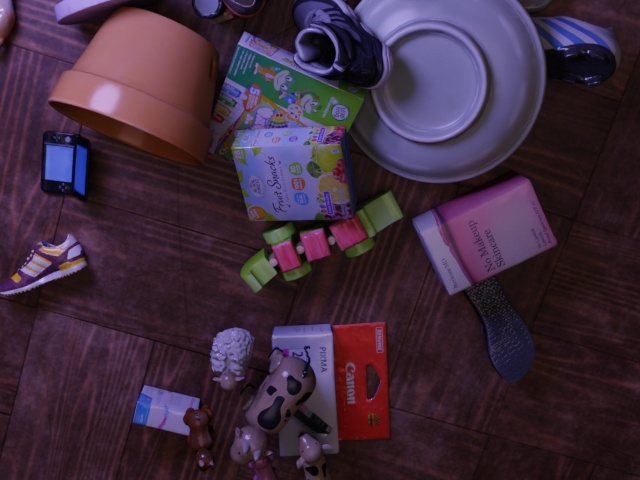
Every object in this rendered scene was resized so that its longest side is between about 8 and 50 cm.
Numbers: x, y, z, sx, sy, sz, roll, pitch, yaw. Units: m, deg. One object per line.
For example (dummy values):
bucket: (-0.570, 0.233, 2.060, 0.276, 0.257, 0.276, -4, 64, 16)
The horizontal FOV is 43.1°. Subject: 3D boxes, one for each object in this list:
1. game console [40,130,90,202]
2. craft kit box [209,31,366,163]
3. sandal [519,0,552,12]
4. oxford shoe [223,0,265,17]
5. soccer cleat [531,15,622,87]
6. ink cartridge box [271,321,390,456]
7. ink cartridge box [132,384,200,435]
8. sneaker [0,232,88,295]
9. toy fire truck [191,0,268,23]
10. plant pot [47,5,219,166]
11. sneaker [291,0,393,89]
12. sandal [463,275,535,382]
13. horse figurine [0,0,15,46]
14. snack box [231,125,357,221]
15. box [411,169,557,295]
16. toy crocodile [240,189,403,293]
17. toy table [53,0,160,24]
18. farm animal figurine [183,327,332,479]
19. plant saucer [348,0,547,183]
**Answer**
game console: (-0.493, -0.143, 1.567, 0.107, 0.071, 0.122, 7, 103, -4)
craft kit box: (-0.074, -0.227, 1.515, 0.246, 0.061, 0.250, 21, 130, -8)
sandal: (0.294, -0.480, 1.501, 0.302, 0.086, 0.120, -2, 103, -1)
oxford shoe: (-0.187, -0.494, 1.350, 0.097, 0.098, 0.271, -42, 102, 7)
soccer cleat: (0.396, -0.368, 1.531, 0.331, 0.143, 0.116, 13, 136, 15)
ink cartridge box: (0.025, 0.312, 1.698, 0.238, 0.060, 0.275, -3, 103, 0)
ink cartridge box: (-0.318, 0.352, 1.680, 0.122, 0.088, 0.052, 14, 102, -5)
sneaker: (-0.563, 0.048, 1.618, 0.185, 0.069, 0.084, -21, 94, -3)
toy fire truck: (-0.123, -0.531, 1.461, 0.246, 0.158, 0.217, -16, 103, 13)
plant pot: (-0.309, -0.280, 1.448, 0.290, 0.291, 0.204, 21, 86, -6)
sneaker: (0.002, -0.365, 1.429, 0.268, 0.153, 0.101, 48, 123, 31)
sandal: (0.370, 0.170, 1.683, 0.097, 0.054, 0.255, -22, 94, -4)
horse figurine: (-0.624, -0.447, 1.495, 0.174, 0.066, 0.263, 9, 101, 2)
snack box: (-0.046, -0.122, 1.514, 0.207, 0.070, 0.174, -1, 130, 14)
box: (0.318, -0.017, 1.592, 0.232, 0.127, 0.149, -27, 103, 4)
toy crocodile: (0.000, 0.000, 1.598, 0.340, 0.105, 0.115, -23, 103, 3)
toy table: (-0.375, -0.485, 1.414, 0.274, 0.252, 0.161, -7, 103, 31)
farm animal figurine: (-0.092, 0.362, 1.577, 0.330, 0.172, 0.327, 19, 98, -13)
plant saucer: (0.203, -0.291, 1.475, 0.400, 0.100, 0.401, 5, 108, 17)
